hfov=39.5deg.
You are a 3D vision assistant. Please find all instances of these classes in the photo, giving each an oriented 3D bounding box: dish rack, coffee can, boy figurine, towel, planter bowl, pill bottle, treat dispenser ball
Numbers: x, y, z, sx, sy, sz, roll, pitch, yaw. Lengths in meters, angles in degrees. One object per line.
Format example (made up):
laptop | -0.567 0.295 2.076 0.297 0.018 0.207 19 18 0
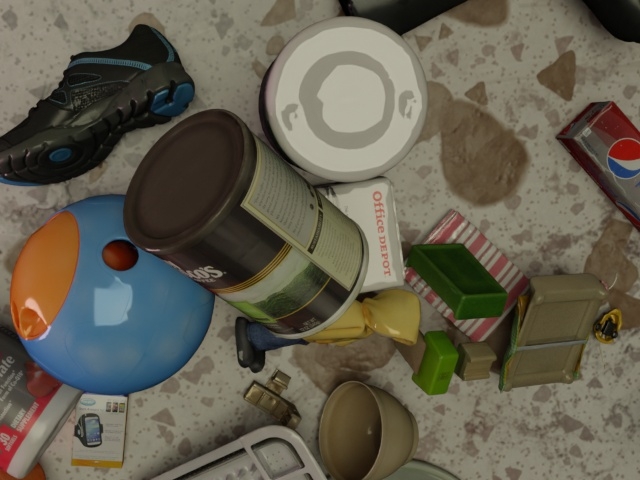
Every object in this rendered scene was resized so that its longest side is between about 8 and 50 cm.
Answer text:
dish rack | -0.113 0.448 1.416 0.333 0.072 0.285 -27 97 16
coffee can | -0.091 -0.014 1.180 0.201 0.201 0.275 -50 133 1
boy figurine | 0.018 0.139 1.386 0.285 0.177 0.092 -9 70 10
towel | 0.240 0.062 1.476 0.197 0.029 0.144 42 91 -12
planter bowl | 0.088 0.312 1.433 0.109 0.162 0.162 14 95 -34
pill bottle | -0.526 0.198 1.323 0.319 0.176 0.176 32 92 -4
treat dispenser ball | -0.295 0.077 1.283 0.288 0.288 0.288 -1 97 -6
pill bottle | 0.016 -0.191 1.250 0.204 0.361 0.204 -1 97 -7

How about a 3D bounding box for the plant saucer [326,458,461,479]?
plant saucer | 0.118 0.567 1.484 0.401 0.100 0.400 -1 96 -7

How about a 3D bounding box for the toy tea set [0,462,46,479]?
toy tea set | -0.538 0.475 1.396 0.336 0.124 0.200 -31 65 16

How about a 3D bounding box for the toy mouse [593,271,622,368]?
toy mouse | 0.438 0.117 1.500 0.143 0.031 0.161 19 94 -9

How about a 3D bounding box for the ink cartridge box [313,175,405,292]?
ink cartridge box | 0.000 0.000 1.402 0.237 0.100 0.172 -9 98 -4

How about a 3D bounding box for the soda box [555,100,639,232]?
soda box | 0.511 -0.104 1.456 0.092 0.083 0.263 -44 100 1

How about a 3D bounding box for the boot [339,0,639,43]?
boot | 0.256 -0.396 1.360 0.445 0.146 0.367 -24 91 -6

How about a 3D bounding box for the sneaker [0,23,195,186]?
sneaker | -0.359 -0.197 1.349 0.341 0.125 0.139 -27 71 0

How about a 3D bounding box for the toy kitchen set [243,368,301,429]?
toy kitchen set | -0.069 0.254 1.437 0.083 0.075 0.068 33 91 -13

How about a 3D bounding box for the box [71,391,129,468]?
box | -0.353 0.296 1.435 0.081 0.028 0.136 6 94 -7

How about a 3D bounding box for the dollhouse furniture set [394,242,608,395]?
dollhouse furniture set | 0.286 0.124 1.445 0.302 0.151 0.197 -1 120 -26
